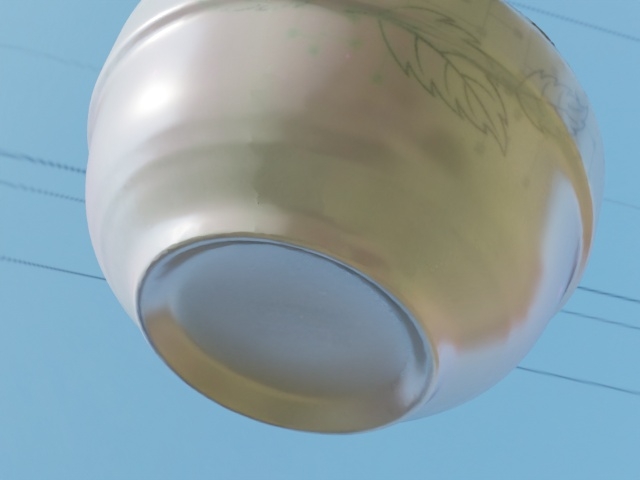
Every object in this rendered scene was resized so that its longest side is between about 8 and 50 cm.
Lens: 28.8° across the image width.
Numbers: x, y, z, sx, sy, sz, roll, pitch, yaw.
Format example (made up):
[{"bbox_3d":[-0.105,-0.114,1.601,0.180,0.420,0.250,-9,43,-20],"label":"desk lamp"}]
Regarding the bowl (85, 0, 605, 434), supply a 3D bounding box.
[{"bbox_3d":[0.000,0.000,0.656,0.287,0.287,0.144,30,-131,-13],"label":"bowl"}]
